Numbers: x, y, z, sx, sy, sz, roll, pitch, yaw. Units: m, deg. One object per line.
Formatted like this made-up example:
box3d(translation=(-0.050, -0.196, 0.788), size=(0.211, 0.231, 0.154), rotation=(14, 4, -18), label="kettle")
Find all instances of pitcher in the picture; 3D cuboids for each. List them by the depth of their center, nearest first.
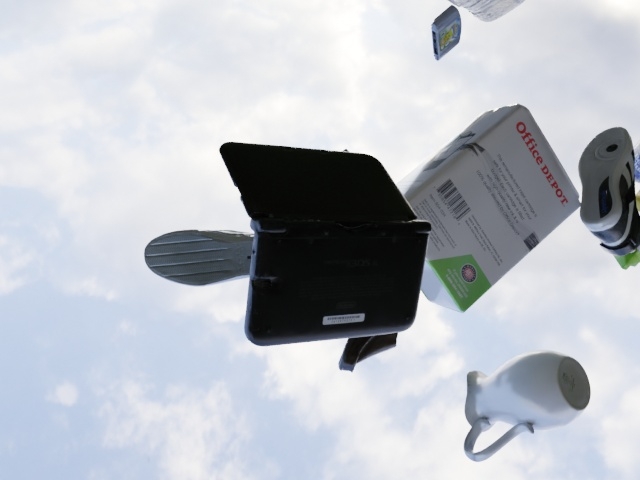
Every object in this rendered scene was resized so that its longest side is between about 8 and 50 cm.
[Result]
box3d(translation=(0.326, 0.274, 1.069), size=(0.125, 0.207, 0.178), rotation=(37, -128, -18), label="pitcher")

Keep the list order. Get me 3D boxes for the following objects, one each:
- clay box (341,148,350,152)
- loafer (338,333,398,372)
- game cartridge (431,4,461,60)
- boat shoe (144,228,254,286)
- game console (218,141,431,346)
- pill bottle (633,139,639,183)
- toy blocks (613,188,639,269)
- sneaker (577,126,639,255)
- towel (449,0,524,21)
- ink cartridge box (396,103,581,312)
box3d(translation=(-0.010, -0.082, 1.371), size=(0.222, 0.053, 0.128), rotation=(-32, -136, 20), label="clay box")
box3d(translation=(0.117, 0.187, 1.297), size=(0.078, 0.080, 0.220), rotation=(36, -126, 16), label="loafer")
box3d(translation=(0.203, -0.333, 1.045), size=(0.056, 0.083, 0.017), rotation=(-45, -117, -10), label="game cartridge")
box3d(translation=(-0.140, 0.026, 0.962), size=(0.226, 0.076, 0.083), rotation=(3, -88, -1), label="boat shoe")
box3d(translation=(0.000, 0.000, 0.403), size=(0.122, 0.107, 0.071), rotation=(-1, -166, -33), label="game console")
box3d(translation=(0.725, -0.191, 1.393), size=(0.094, 0.169, 0.094), rotation=(-2, -108, 5), label="pill bottle")
box3d(translation=(0.764, -0.059, 1.176), size=(0.260, 0.382, 0.191), rotation=(14, -145, -17), label="toy blocks")
box3d(translation=(0.463, -0.068, 1.027), size=(0.121, 0.079, 0.217), rotation=(46, -129, -29), label="sneaker")
box3d(translation=(0.298, -0.409, 0.882), size=(0.187, 0.282, 0.049), rotation=(-1, -114, -52), label="towel")
box3d(translation=(0.242, -0.053, 1.026), size=(0.273, 0.114, 0.198), rotation=(-39, -75, -13), label="ink cartridge box")
